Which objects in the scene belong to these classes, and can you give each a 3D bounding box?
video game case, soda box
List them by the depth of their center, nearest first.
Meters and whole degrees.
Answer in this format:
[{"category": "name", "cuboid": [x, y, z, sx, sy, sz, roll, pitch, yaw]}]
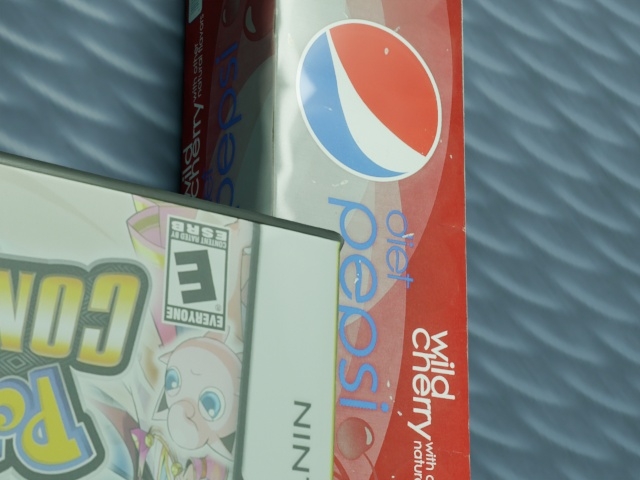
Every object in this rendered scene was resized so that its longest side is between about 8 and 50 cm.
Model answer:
[{"category": "video game case", "cuboid": [-0.108, 0.095, 0.516, 0.275, 0.035, 0.248, 13, 72, -38]}, {"category": "soda box", "cuboid": [0.000, 0.000, 0.709, 0.092, 0.083, 0.263, 11, 70, -28]}]
